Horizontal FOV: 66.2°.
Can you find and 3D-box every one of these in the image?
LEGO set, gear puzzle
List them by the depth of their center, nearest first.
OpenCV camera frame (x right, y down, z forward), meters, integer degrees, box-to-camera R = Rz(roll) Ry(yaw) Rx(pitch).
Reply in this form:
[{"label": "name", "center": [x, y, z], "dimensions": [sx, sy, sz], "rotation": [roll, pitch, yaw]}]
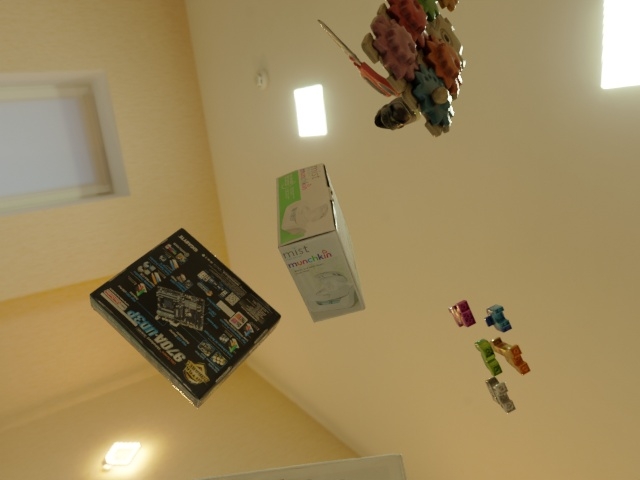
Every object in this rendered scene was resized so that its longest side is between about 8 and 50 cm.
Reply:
[{"label": "gear puzzle", "center": [0.163, -0.302, 0.691], "dimensions": [0.044, 0.338, 0.175], "rotation": [-22, -55, 43]}, {"label": "LEGO set", "center": [0.330, 0.201, 0.951], "dimensions": [0.093, 0.087, 0.227], "rotation": [-173, -121, -83]}]

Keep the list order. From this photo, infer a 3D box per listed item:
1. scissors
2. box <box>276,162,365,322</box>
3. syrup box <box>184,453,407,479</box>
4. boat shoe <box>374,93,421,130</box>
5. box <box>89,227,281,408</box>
[{"label": "scissors", "center": [0.080, -0.419, 1.150], "dimensions": [0.021, 0.297, 0.109], "rotation": [-57, -146, 8]}, {"label": "box", "center": [0.000, 0.000, 1.079], "dimensions": [0.262, 0.127, 0.231], "rotation": [-97, 168, -51]}, {"label": "syrup box", "center": [-0.059, 0.211, 0.325], "dimensions": [0.093, 0.237, 0.096], "rotation": [89, -5, -56]}, {"label": "boat shoe", "center": [0.131, -0.216, 0.858], "dimensions": [0.056, 0.049, 0.152], "rotation": [53, 0, -8]}, {"label": "box", "center": [-0.196, 0.107, 0.733], "dimensions": [0.220, 0.175, 0.051], "rotation": [40, -36, 8]}]
